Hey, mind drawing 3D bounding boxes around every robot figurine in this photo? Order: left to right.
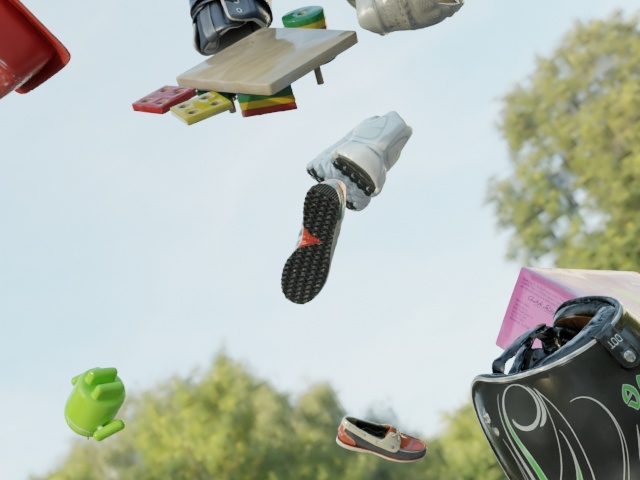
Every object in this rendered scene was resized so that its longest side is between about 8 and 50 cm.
[{"bbox_3d":[-0.298,0.214,1.950,0.067,0.101,0.115,-7,-36,-37],"label":"robot figurine"}]

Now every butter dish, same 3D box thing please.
[{"bbox_3d":[-0.396,-0.216,1.704,0.160,0.160,0.118,-20,30,54],"label":"butter dish"}]

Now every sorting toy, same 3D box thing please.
[{"bbox_3d":[-0.054,-0.159,1.448,0.132,0.046,0.274,9,34,42],"label":"sorting toy"}]

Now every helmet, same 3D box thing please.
[{"bbox_3d":[0.213,0.141,1.154,0.169,0.161,0.169,-29,10,6],"label":"helmet"}]

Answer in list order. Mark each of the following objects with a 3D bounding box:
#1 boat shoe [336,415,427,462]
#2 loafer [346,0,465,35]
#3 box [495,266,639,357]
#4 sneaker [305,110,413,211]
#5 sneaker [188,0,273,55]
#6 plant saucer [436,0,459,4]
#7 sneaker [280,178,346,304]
[{"bbox_3d":[0.092,0.288,2.156,0.049,0.137,0.043,-89,13,-63],"label":"boat shoe"},{"bbox_3d":[0.067,-0.291,1.531,0.111,0.112,0.319,-22,22,6],"label":"loafer"},{"bbox_3d":[0.397,0.130,1.935,0.243,0.213,0.117,4,-71,-40],"label":"box"},{"bbox_3d":[0.062,-0.120,2.197,0.118,0.110,0.292,-51,8,-12],"label":"sneaker"},{"bbox_3d":[-0.140,-0.292,1.560,0.226,0.163,0.086,22,-37,-32],"label":"sneaker"},{"bbox_3d":[0.089,-0.234,1.283,0.015,0.083,0.083,-39,-17,13],"label":"plant saucer"},{"bbox_3d":[0.000,0.000,1.780,0.075,0.057,0.161,-40,-33,-65],"label":"sneaker"}]
